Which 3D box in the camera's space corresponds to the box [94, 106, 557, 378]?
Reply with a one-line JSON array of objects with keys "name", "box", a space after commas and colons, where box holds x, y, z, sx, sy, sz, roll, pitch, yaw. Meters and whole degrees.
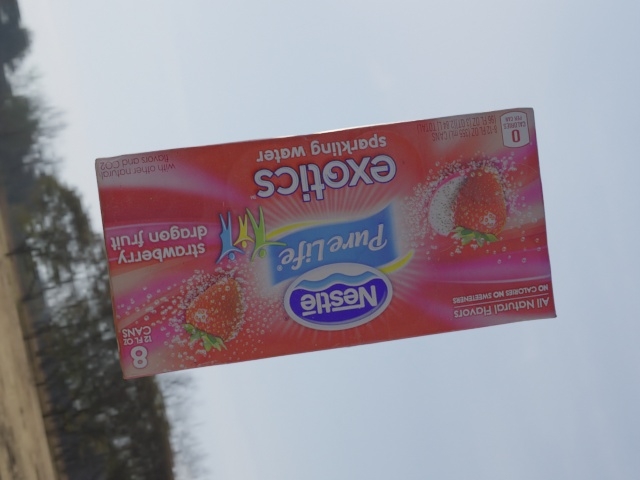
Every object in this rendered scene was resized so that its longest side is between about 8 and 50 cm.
[{"name": "box", "box": [0.000, 0.000, 0.718, 0.142, 0.300, 0.154, -169, -108, -83]}]
